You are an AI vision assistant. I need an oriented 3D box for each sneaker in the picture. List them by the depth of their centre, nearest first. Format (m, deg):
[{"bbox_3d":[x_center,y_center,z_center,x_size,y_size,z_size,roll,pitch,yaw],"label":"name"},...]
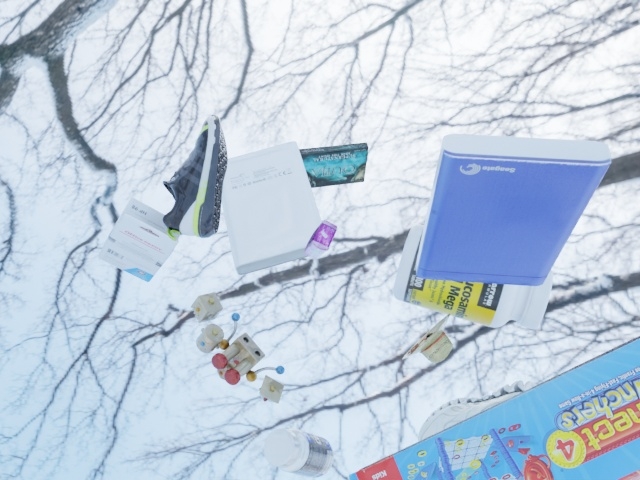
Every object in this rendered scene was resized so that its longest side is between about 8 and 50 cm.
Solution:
[{"bbox_3d":[-0.210,-0.110,1.107,0.097,0.084,0.235,1,-120,3],"label":"sneaker"},{"bbox_3d":[0.320,0.380,1.395,0.110,0.292,0.118,60,-154,4],"label":"sneaker"}]

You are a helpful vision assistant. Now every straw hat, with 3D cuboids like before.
[{"bbox_3d":[0.250,0.230,1.470,0.061,0.144,0.144,47,-132,8],"label":"straw hat"}]

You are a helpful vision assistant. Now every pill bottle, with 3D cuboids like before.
[{"bbox_3d":[-0.040,0.390,1.248,0.137,0.078,0.078,37,-125,-51],"label":"pill bottle"},{"bbox_3d":[0.350,0.091,1.568,0.188,0.333,0.188,15,-90,-79],"label":"pill bottle"}]

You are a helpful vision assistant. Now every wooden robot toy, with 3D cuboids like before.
[{"bbox_3d":[-0.124,0.158,0.892,0.173,0.079,0.076,49,-141,7],"label":"wooden robot toy"}]

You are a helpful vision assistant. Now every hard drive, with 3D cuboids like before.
[{"bbox_3d":[0.262,-0.031,0.992,0.210,0.319,0.040,4,-122,3],"label":"hard drive"},{"bbox_3d":[-0.115,-0.081,1.508,0.040,0.202,0.308,77,176,-54],"label":"hard drive"}]

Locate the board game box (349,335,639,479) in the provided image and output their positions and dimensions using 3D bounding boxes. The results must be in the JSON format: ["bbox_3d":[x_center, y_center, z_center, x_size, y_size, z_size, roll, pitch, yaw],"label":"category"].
[{"bbox_3d":[0.214,0.212,0.609,0.086,0.301,0.308,67,-173,33],"label":"board game box"}]

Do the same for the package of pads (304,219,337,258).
[{"bbox_3d":[0.000,0.000,1.163,0.031,0.083,0.050,26,-106,-6],"label":"package of pads"}]

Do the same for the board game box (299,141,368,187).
[{"bbox_3d":[0.032,-0.198,1.812,0.186,0.126,0.026,-7,-132,-10],"label":"board game box"}]

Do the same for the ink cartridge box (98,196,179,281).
[{"bbox_3d":[-0.308,-0.006,1.177,0.104,0.180,0.060,30,-127,-16],"label":"ink cartridge box"}]
